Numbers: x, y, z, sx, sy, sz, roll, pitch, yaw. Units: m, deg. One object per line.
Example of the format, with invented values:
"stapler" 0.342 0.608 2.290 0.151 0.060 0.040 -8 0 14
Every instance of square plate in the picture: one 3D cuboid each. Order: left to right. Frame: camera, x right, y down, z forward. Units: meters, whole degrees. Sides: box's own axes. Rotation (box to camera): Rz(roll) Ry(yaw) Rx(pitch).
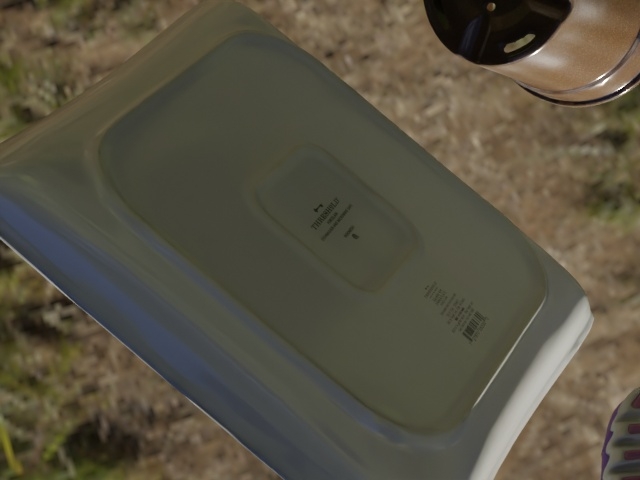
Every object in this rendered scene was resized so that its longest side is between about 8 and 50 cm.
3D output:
"square plate" 0.000 0.000 1.170 0.049 0.344 0.347 -52 177 34

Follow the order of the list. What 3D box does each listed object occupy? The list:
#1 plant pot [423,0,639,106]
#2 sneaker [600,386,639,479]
"plant pot" 0.171 -0.191 1.497 0.167 0.167 0.165 -43 161 23
"sneaker" 0.188 0.204 1.140 0.095 0.236 0.104 12 154 -22
